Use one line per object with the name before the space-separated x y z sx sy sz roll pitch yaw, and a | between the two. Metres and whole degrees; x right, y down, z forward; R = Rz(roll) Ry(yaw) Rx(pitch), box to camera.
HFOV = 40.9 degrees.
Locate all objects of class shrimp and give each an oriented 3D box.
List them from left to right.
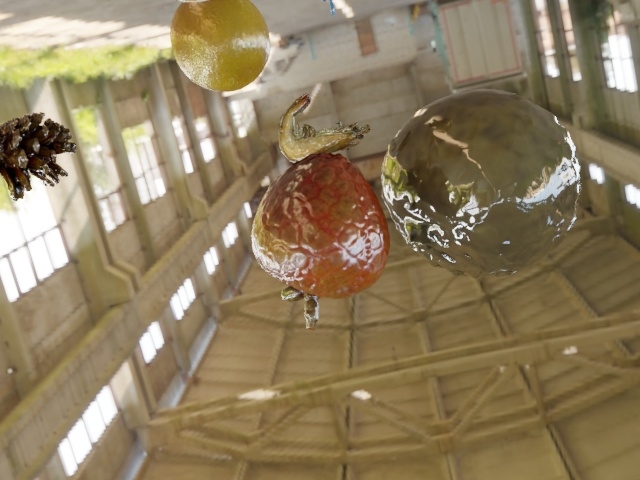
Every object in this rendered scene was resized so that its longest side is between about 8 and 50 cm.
shrimp | 0.003 -0.209 1.530 0.178 0.124 0.034 -18 169 26

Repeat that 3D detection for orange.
orange | -0.221 -0.443 1.902 0.236 0.236 0.236 -13 -169 3

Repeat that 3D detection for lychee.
lychee | 0.000 0.000 1.492 0.255 0.300 0.255 2 -164 -1

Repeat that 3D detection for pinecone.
pinecone | -0.559 -0.160 1.615 0.195 0.150 0.179 -26 -167 -15

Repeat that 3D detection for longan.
longan | 0.316 -0.103 1.671 0.391 0.391 0.391 -13 -169 3

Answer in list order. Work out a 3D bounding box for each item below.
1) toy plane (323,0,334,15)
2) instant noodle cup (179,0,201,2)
toy plane | -0.003 -0.567 1.596 0.105 0.271 0.254 -14 -148 6
instant noodle cup | -0.192 -0.461 1.240 0.213 0.213 0.174 -13 149 4
